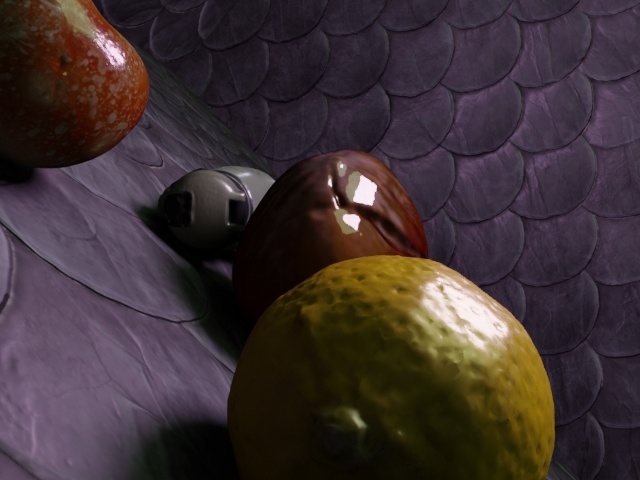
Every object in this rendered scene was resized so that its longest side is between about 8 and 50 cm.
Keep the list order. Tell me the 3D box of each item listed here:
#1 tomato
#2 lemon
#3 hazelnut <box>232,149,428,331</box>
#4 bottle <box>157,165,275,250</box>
[{"bbox_3d":[-0.360,-0.208,0.841,0.270,0.222,0.270,40,-15,12],"label":"tomato"},{"bbox_3d":[0.068,0.168,0.666,0.336,0.336,0.336,43,6,-6],"label":"lemon"},{"bbox_3d":[0.014,0.034,1.096,0.315,0.372,0.372,7,2,8],"label":"hazelnut"},{"bbox_3d":[-0.179,-0.060,1.262,0.168,0.168,0.347,44,9,4],"label":"bottle"}]
